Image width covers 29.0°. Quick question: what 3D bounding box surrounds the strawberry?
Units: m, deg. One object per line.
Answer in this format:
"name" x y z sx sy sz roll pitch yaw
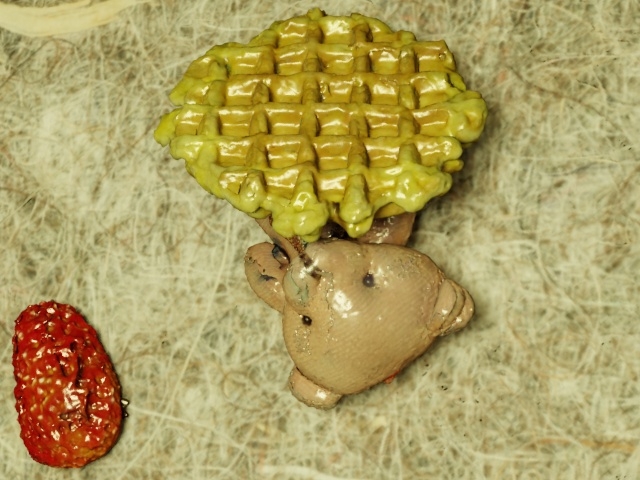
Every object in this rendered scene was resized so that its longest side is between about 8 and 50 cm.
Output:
"strawberry" -0.277 0.146 1.275 0.121 0.082 0.188 -30 71 10

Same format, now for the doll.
"doll" 0.000 0.000 1.198 0.201 0.156 0.303 -34 63 13

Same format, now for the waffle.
"waffle" 0.007 -0.120 1.202 0.302 0.068 0.325 -34 53 -29
